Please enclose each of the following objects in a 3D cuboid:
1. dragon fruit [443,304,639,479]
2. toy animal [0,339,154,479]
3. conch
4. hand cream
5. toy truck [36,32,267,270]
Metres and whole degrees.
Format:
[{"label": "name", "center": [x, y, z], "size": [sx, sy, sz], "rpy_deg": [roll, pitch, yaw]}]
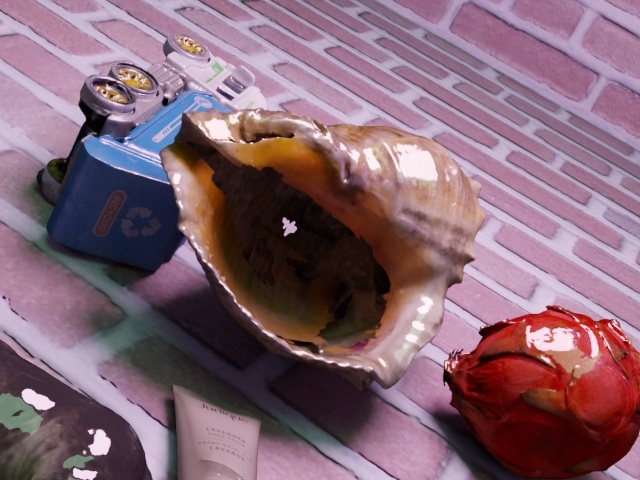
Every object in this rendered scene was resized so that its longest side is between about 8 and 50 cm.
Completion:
[{"label": "dragon fruit", "center": [0.232, 0.154, 0.872], "size": [0.210, 0.172, 0.172], "rpy_deg": [-7, 33, 0]}, {"label": "toy animal", "center": [-0.263, 0.107, 0.601], "size": [0.343, 0.106, 0.168], "rpy_deg": [37, 30, 25]}, {"label": "conch", "center": [-0.006, 0.009, 0.873], "size": [0.352, 0.210, 0.297], "rpy_deg": [15, 55, -15]}, {"label": "hand cream", "center": [-0.082, 0.181, 0.687], "size": [0.087, 0.054, 0.186], "rpy_deg": [23, 21, -17]}, {"label": "toy truck", "center": [-0.183, -0.109, 0.992], "size": [0.175, 0.146, 0.367], "rpy_deg": [33, 31, -3]}]
